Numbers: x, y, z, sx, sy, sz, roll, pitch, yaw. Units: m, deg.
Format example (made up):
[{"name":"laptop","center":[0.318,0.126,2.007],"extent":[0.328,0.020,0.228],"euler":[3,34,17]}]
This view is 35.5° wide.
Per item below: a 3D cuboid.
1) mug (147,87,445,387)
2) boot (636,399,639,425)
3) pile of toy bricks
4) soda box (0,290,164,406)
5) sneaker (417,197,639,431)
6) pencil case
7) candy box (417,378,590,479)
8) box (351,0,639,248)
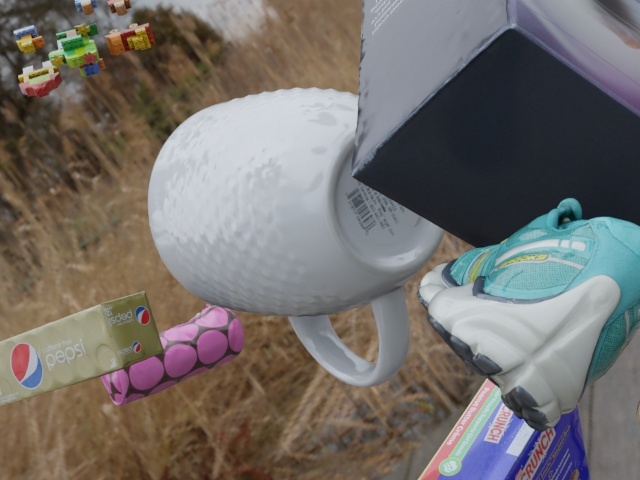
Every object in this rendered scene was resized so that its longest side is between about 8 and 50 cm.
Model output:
[{"name":"mug","center":[0.000,0.000,1.194],"extent":[0.276,0.374,0.328],"euler":[-24,13,-31]},{"name":"boot","center":[0.412,0.138,1.055],"extent":[0.197,0.077,0.137],"euler":[-60,-14,8]},{"name":"pile of toy bricks","center":[-0.355,-0.286,1.487],"extent":[0.212,0.118,0.105],"euler":[-19,40,-5]},{"name":"soda box","center":[-0.233,0.103,0.934],"extent":[0.181,0.061,0.058],"euler":[-20,-2,35]},{"name":"sneaker","center":[0.127,0.035,0.563],"extent":[0.110,0.107,0.275],"euler":[-43,-1,3]},{"name":"pencil case","center":[-0.218,0.161,1.448],"extent":[0.209,0.098,0.095],"euler":[-19,-32,-36]},{"name":"candy box","center":[0.271,0.371,1.411],"extent":[0.122,0.317,0.268],"euler":[12,42,36]},{"name":"box","center":[0.196,-0.132,0.818],"extent":[0.183,0.296,0.294],"euler":[-41,31,39]}]
